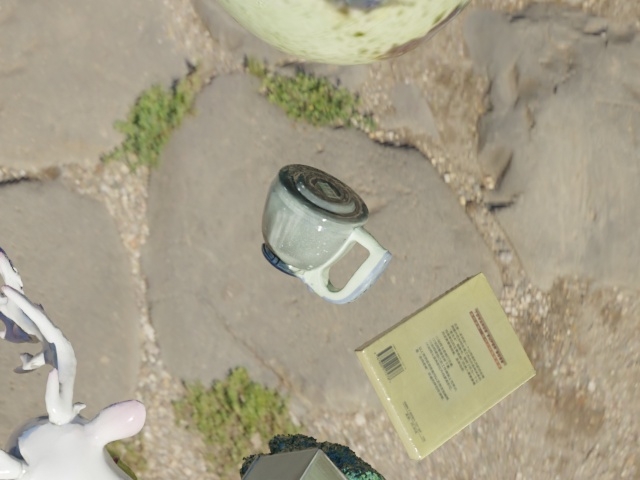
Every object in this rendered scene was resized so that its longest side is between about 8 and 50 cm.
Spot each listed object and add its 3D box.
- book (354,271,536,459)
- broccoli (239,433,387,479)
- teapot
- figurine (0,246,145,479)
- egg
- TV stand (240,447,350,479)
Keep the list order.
[{"bbox_3d":[0.164,0.156,1.425,0.231,0.026,0.161,-28,91,-33],"label":"book"},{"bbox_3d":[-0.024,0.378,1.364,0.270,0.270,0.270,-39,67,10],"label":"broccoli"},{"bbox_3d":[0.000,-0.006,1.207,0.149,0.111,0.108,28,118,-5],"label":"teapot"},{"bbox_3d":[-0.266,0.198,0.958,0.284,0.315,0.206,27,46,28],"label":"figurine"},{"bbox_3d":[0.004,-0.382,1.193,0.345,0.428,0.345,-25,48,32],"label":"egg"},{"bbox_3d":[0.034,0.302,0.954,0.088,0.269,0.083,-19,25,44],"label":"TV stand"}]
